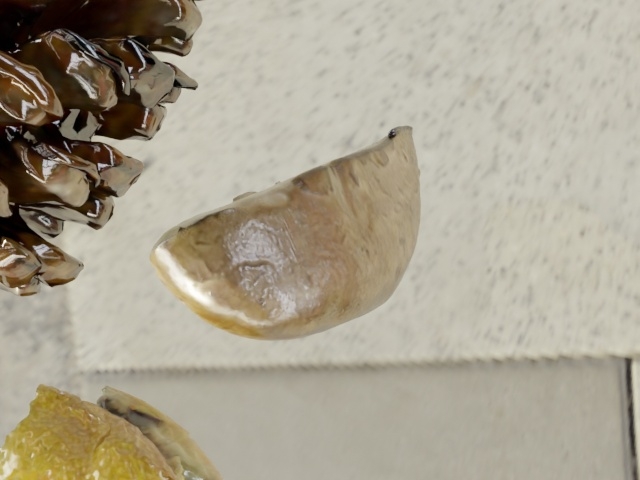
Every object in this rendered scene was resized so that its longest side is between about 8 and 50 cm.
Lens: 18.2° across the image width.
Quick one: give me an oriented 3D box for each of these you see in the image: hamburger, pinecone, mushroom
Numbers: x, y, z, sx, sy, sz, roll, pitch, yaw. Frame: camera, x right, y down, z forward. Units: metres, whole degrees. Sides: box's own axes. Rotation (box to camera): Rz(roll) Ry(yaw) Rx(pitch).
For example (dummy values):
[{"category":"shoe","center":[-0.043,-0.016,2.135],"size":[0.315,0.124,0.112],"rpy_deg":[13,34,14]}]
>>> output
[{"category":"hamburger","center":[-0.125,0.236,1.178],"size":[0.157,0.144,0.283],"rpy_deg":[14,89,19]},{"category":"pinecone","center":[-0.158,-0.089,0.830],"size":[0.224,0.224,0.272],"rpy_deg":[38,84,1]},{"category":"mushroom","center":[0.002,-0.001,1.106],"size":[0.072,0.210,0.094],"rpy_deg":[-16,93,43]}]
